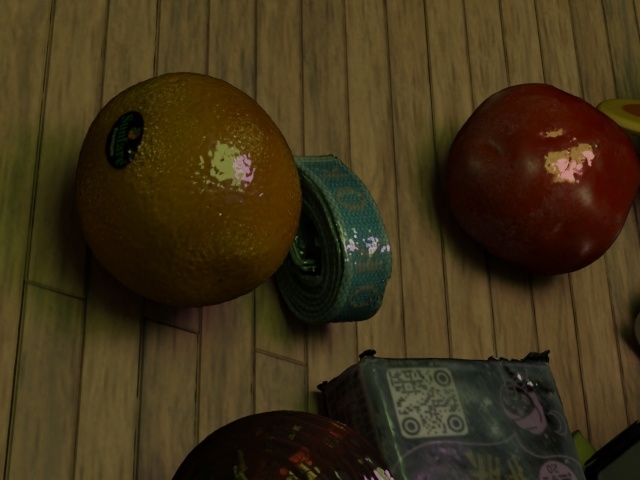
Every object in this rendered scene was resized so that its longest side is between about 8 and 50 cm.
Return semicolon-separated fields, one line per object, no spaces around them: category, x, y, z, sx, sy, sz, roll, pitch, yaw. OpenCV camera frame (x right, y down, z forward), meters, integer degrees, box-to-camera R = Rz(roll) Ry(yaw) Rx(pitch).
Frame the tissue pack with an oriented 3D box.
tissue pack;0.160;0.289;1.708;0.259;0.122;0.361;3;59;-33

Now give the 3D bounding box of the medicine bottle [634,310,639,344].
medicine bottle;0.461;0.074;2.095;0.107;0.107;0.191;50;44;5

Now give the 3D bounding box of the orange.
orange;-0.129;-0.048;1.667;0.236;0.236;0.236;20;49;-25

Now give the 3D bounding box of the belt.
belt;0.003;0.007;1.781;0.082;0.147;0.163;1;30;-33

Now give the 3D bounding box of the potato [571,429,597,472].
potato;0.307;0.302;1.851;0.119;0.054;0.198;-10;61;-52

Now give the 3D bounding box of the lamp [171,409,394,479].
lamp;-0.036;0.267;1.491;0.247;0.247;0.247;20;49;-25

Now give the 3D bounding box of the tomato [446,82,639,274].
tomato;0.261;-0.073;1.997;0.232;0.188;0.232;18;50;-23

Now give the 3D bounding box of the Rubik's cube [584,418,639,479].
Rubik's cube;0.556;0.243;1.825;0.362;0.363;0.359;54;28;17

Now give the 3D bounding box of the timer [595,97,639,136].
timer;0.577;-0.149;2.209;0.387;0.376;0.376;21;37;26
